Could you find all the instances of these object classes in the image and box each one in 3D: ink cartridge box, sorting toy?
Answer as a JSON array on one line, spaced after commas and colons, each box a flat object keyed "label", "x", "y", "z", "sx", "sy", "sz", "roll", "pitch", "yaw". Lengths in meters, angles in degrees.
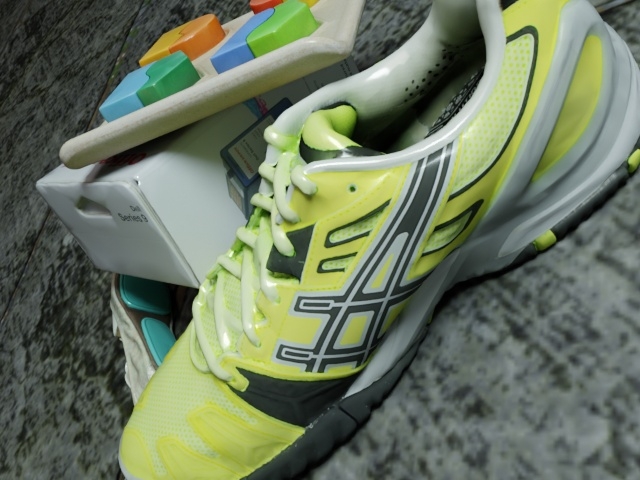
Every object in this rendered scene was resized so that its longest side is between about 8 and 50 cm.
[{"label": "ink cartridge box", "x": -0.083, "y": -0.069, "z": 0.532, "sx": 0.154, "sy": 0.093, "sz": 0.212, "roll": 3, "pitch": 39, "yaw": 46}, {"label": "sorting toy", "x": -0.060, "y": -0.131, "z": 0.468, "sx": 0.193, "sy": 0.038, "sz": 0.208, "roll": -18, "pitch": 27, "yaw": 22}]

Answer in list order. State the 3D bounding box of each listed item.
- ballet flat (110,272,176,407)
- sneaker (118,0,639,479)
[{"label": "ballet flat", "x": -0.149, "y": 0.077, "z": 0.573, "sx": 0.052, "sy": 0.057, "sz": 0.168, "roll": -53, "pitch": 37, "yaw": 16}, {"label": "sneaker", "x": 0.000, "y": 0.000, "z": 0.405, "sx": 0.385, "sy": 0.147, "sz": 0.145, "roll": -47, "pitch": 40, "yaw": 9}]
